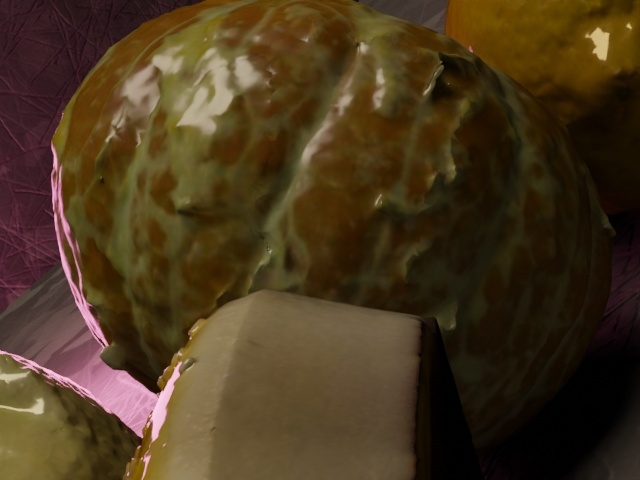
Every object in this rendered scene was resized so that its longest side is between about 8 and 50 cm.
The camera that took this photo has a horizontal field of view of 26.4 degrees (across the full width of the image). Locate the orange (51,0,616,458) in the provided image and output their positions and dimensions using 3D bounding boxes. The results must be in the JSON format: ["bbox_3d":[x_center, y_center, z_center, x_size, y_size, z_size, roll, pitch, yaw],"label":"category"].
[{"bbox_3d":[0.000,0.000,0.791,0.249,0.329,0.329,-65,21,-13],"label":"orange"}]

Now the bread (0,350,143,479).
[{"bbox_3d":[-0.216,0.222,0.786,0.320,0.237,0.320,-34,29,22],"label":"bread"}]

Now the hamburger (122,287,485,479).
[{"bbox_3d":[-0.007,0.145,0.519,0.151,0.227,0.295,-10,19,12],"label":"hamburger"}]

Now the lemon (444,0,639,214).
[{"bbox_3d":[0.195,-0.135,0.909,0.233,0.233,0.288,-33,7,18],"label":"lemon"}]
